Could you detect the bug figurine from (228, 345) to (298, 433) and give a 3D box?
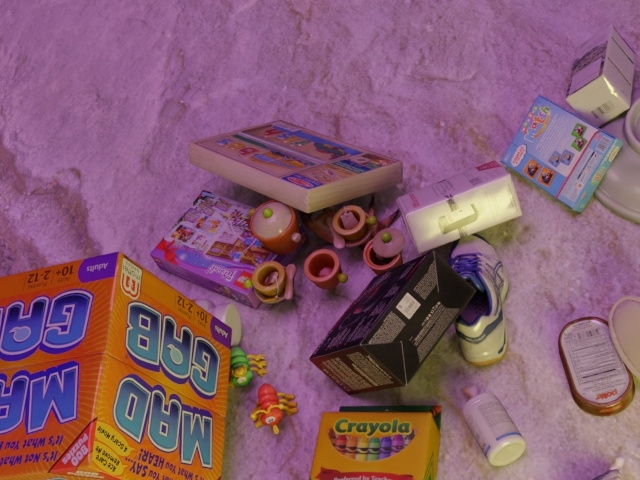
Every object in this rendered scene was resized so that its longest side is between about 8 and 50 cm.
[{"bbox_3d":[-0.194,0.309,1.852,0.279,0.072,0.216,-24,46,2],"label":"bug figurine"}]

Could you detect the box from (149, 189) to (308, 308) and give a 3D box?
[{"bbox_3d":[-0.199,0.014,2.120,0.293,0.057,0.201,20,61,34],"label":"box"}]

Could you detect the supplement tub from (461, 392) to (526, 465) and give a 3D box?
[{"bbox_3d":[0.290,0.317,1.646,0.071,0.071,0.107,-26,46,-1],"label":"supplement tub"}]

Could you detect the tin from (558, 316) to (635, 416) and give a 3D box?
[{"bbox_3d":[0.471,0.213,1.687,0.106,0.040,0.189,-19,46,12],"label":"tin"}]

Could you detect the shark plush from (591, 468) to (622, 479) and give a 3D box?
[{"bbox_3d":[0.404,0.415,1.548,0.161,0.073,0.067,-36,23,18],"label":"shark plush"}]

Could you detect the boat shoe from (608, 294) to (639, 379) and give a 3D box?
[{"bbox_3d":[0.600,0.207,1.596,0.324,0.097,0.116,50,119,46],"label":"boat shoe"}]

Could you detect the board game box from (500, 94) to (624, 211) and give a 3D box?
[{"bbox_3d":[0.477,-0.176,1.962,0.211,0.039,0.160,42,110,41],"label":"board game box"}]

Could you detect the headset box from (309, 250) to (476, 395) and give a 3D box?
[{"bbox_3d":[0.116,0.154,1.748,0.218,0.110,0.293,-50,7,-23],"label":"headset box"}]

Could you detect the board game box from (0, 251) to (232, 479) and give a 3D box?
[{"bbox_3d":[-0.405,0.277,1.697,0.357,0.356,0.356,-12,59,24],"label":"board game box"}]

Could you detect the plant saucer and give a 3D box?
[{"bbox_3d":[0.704,-0.203,1.906,0.400,0.100,0.400,-12,48,14],"label":"plant saucer"}]

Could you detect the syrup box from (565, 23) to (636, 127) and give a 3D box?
[{"bbox_3d":[0.580,-0.339,2.021,0.093,0.096,0.237,-33,19,38],"label":"syrup box"}]

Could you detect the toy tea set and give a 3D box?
[{"bbox_3d":[0.000,0.000,1.930,0.336,0.124,0.200,-9,58,13],"label":"toy tea set"}]

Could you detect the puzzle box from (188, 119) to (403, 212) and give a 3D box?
[{"bbox_3d":[-0.061,-0.169,2.112,0.272,0.052,0.409,-20,31,-38],"label":"puzzle box"}]

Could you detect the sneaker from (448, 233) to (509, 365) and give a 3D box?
[{"bbox_3d":[0.289,0.079,1.813,0.112,0.131,0.296,-15,46,13],"label":"sneaker"}]

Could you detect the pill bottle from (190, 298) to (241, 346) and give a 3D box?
[{"bbox_3d":[-0.270,0.178,1.965,0.208,0.117,0.117,-6,49,17],"label":"pill bottle"}]

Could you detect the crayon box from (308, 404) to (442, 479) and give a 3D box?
[{"bbox_3d":[0.087,0.400,1.651,0.202,0.081,0.318,-4,49,20],"label":"crayon box"}]

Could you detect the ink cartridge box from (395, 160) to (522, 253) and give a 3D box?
[{"bbox_3d":[0.268,-0.067,1.932,0.218,0.092,0.158,-19,14,4],"label":"ink cartridge box"}]

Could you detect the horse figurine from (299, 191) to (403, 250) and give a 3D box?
[{"bbox_3d":[0.061,-0.047,2.056,0.263,0.066,0.174,11,59,21],"label":"horse figurine"}]
